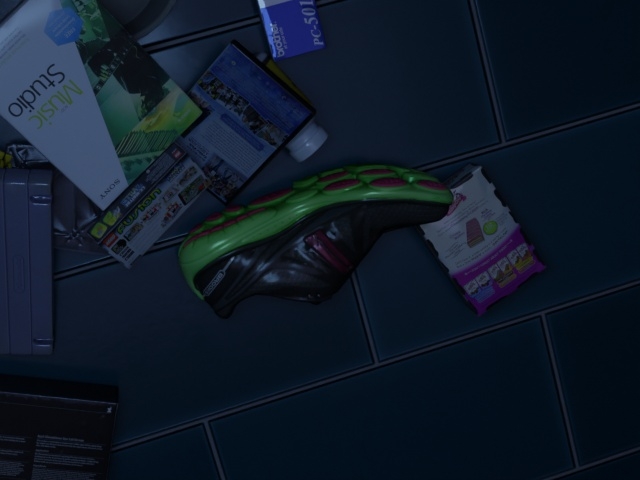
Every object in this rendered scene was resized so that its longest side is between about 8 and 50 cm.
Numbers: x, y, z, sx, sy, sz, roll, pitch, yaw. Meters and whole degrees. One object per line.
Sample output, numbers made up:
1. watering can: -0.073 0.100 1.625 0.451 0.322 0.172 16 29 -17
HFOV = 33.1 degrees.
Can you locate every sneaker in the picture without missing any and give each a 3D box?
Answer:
1. sneaker: 0.000 0.000 1.875 0.483 0.185 0.202 -18 110 3

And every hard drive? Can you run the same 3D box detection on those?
1. hard drive: -0.414 -0.070 1.831 0.255 0.054 0.171 9 98 -12

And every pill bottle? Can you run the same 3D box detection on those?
1. pill bottle: -0.074 -0.224 1.842 0.103 0.103 0.184 -44 105 -1

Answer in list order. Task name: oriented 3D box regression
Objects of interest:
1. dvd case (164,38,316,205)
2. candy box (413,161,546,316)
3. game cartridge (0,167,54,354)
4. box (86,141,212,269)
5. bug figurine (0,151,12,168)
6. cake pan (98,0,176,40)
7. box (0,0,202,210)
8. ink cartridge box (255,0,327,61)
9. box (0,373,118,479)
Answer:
1. dvd case: -0.151 -0.191 1.806 0.180 0.022 0.253 40 122 -11
2. candy box: 0.280 -0.003 1.964 0.159 0.071 0.233 -35 105 -3
3. game cartridge: -0.552 0.038 1.759 0.230 0.068 0.355 4 124 -8
4. box: -0.280 -0.056 1.785 0.207 0.114 0.036 -47 61 -6
5. bug figurine: -0.517 -0.197 1.707 0.216 0.072 0.279 17 93 -39
6. cake pan: -0.355 -0.458 1.722 0.293 0.054 0.293 -9 106 -34
7. box: -0.374 -0.235 1.687 0.232 0.058 0.322 -46 119 -4
8. ink cartridge box: -0.063 -0.418 1.839 0.097 0.046 0.207 -16 103 -6
9. box: -0.492 0.337 1.865 0.261 0.103 0.184 8 101 -11
